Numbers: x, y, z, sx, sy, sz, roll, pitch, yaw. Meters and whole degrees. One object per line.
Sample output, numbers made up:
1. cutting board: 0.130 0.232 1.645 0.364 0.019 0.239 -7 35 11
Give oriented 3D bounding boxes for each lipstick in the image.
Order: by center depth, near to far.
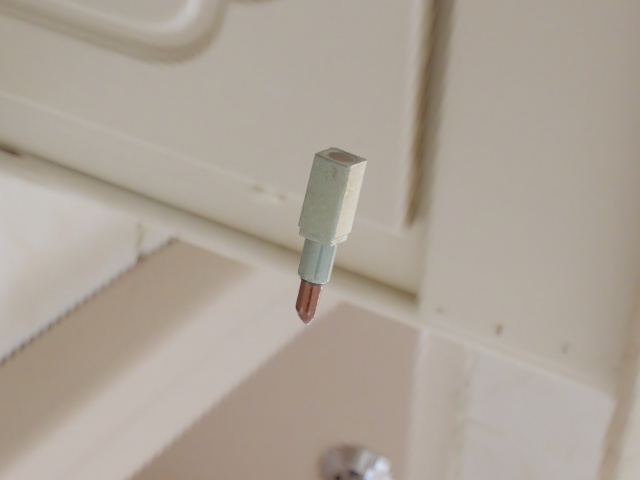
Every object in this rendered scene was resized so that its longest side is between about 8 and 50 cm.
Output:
1. lipstick: 0.001 0.001 1.299 0.030 0.030 0.129 -22 130 -59
